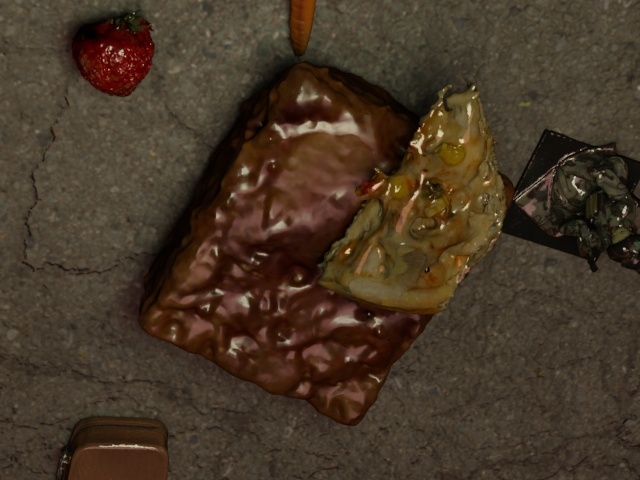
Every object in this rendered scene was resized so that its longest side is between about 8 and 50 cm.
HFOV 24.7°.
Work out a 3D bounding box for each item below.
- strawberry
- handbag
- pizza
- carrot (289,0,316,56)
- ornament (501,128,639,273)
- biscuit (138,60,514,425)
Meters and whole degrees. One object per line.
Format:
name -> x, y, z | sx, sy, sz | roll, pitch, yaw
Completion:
strawberry -> -0.238, -0.211, 1.695 | 0.106, 0.106, 0.106 | -4, 118, -7
handbag -> -0.285, 0.335, 1.987 | 0.151, 0.072, 0.193 | 5, 118, -12
pizza -> 0.130, -0.040, 1.672 | 0.189, 0.071, 0.297 | 23, 109, -22
carrot -> -0.018, -0.329, 1.696 | 0.061, 0.061, 0.256 | 5, 122, -11
ornament -> 0.343, -0.023, 1.827 | 0.153, 0.196, 0.166 | 16, 112, -17
biscuit -> 0.000, 0.000, 1.801 | 0.343, 0.166, 0.395 | 29, 108, -19
